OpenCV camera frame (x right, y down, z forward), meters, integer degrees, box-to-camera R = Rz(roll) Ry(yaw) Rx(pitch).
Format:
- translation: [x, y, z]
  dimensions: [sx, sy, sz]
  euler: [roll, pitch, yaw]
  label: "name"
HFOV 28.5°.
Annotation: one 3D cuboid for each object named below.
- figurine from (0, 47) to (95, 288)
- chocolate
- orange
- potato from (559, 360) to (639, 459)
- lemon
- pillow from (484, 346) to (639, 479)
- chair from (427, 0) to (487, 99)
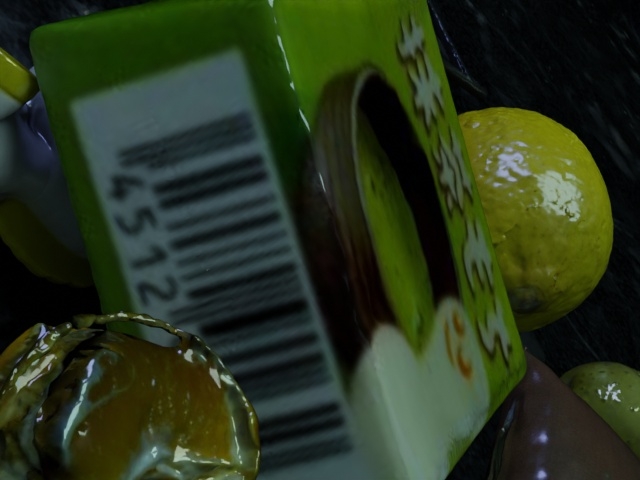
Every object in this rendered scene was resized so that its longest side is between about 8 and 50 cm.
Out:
- translation: [-0.155, -0.042, 0.674]
  dimensions: [0.178, 0.109, 0.129]
  euler: [13, 70, -57]
  label: "figurine"
- translation: [0.000, 0.000, 0.718]
  dimensions: [0.289, 0.137, 0.301]
  euler: [-29, 105, -66]
  label: "chocolate"
- translation: [-0.098, 0.115, 0.532]
  dimensions: [0.170, 0.112, 0.160]
  euler: [-43, 108, -41]
  label: "orange"
- translation: [0.278, 0.189, 1.013]
  dimensions: [0.248, 0.169, 0.143]
  euler: [39, 50, -21]
  label: "potato"
- translation: [0.154, -0.019, 1.061]
  dimensions: [0.193, 0.180, 0.180]
  euler: [44, 16, 34]
  label: "lemon"
- translation: [0.192, 0.270, 0.813]
  dimensions: [0.305, 0.108, 0.308]
  euler: [47, 38, -18]
  label: "pillow"
- translation: [0.000, -0.179, 1.041]
  dimensions: [0.260, 0.141, 0.154]
  euler: [24, 38, -51]
  label: "chair"
